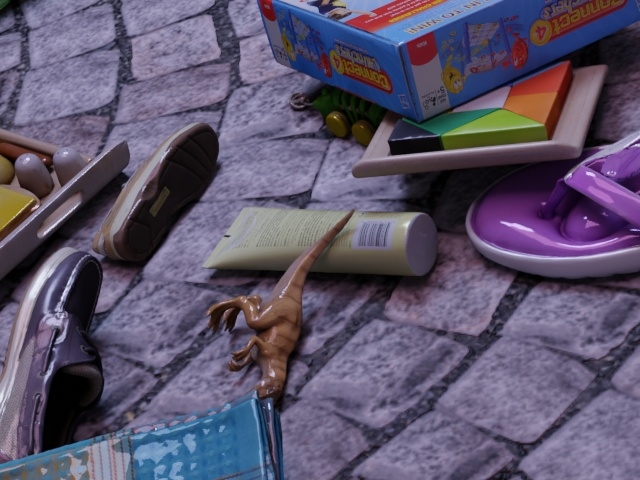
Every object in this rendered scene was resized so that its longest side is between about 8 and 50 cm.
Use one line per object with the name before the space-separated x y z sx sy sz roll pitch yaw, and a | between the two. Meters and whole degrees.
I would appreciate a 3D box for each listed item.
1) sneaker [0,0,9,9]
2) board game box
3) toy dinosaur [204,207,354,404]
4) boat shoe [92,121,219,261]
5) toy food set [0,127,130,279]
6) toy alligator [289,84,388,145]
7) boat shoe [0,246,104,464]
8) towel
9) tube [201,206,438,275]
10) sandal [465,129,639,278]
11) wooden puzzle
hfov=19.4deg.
sneaker | -0.467 -0.378 2.390 0.483 0.202 0.185 -39 40 -22
board game box | 0.139 -0.251 1.968 0.308 0.086 0.302 -25 27 -20
toy dinosaur | -0.041 0.068 1.767 0.112 0.064 0.211 7 62 20
boat shoe | -0.180 -0.056 1.979 0.072 0.068 0.190 -1 41 42
toy food set | -0.386 -0.070 2.067 0.306 0.092 0.220 17 51 40
toy alligator | 0.026 -0.148 1.998 0.190 0.051 0.056 22 54 42
boat shoe | -0.248 0.129 1.758 0.092 0.102 0.285 3 48 18
towel | -0.201 0.281 1.555 0.370 0.040 0.271 -15 49 7
tube | 0.000 0.000 1.834 0.240 0.062 0.070 2 2 34
sandal | 0.328 -0.056 1.701 0.416 0.102 0.169 -2 41 25
wooden puzzle | 0.160 -0.126 1.843 0.221 0.044 0.238 -5 22 20
